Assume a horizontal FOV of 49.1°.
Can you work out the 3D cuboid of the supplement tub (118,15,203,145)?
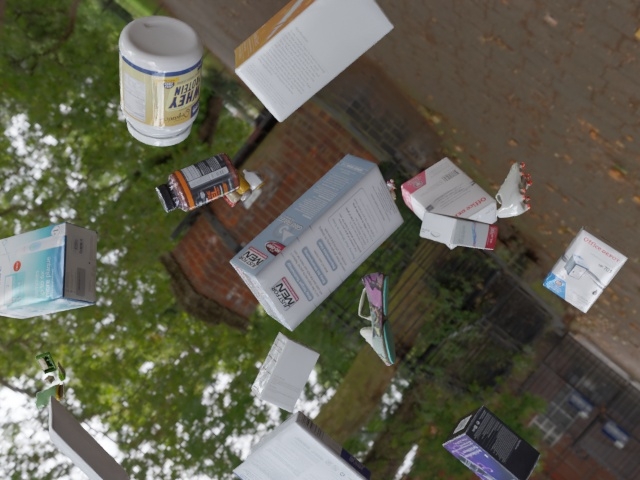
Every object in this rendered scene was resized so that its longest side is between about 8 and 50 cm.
[{"bbox_3d":[-0.457,-0.450,2.004,0.228,0.228,0.316,41,143,20],"label":"supplement tub"}]

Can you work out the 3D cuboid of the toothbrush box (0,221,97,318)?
[{"bbox_3d":[-0.781,0.089,1.971,0.126,0.295,0.217,25,-122,-58],"label":"toothbrush box"}]

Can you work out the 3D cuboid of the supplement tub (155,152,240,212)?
[{"bbox_3d":[-0.310,-0.140,1.764,0.106,0.197,0.106,56,162,28],"label":"supplement tub"}]

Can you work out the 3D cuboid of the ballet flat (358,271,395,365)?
[{"bbox_3d":[0.131,0.186,1.666,0.079,0.222,0.077,-5,-178,18],"label":"ballet flat"}]

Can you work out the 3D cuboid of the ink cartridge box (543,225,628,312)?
[{"bbox_3d":[0.725,0.078,1.918,0.139,0.191,0.082,35,-158,14],"label":"ink cartridge box"}]

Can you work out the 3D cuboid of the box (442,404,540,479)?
[{"bbox_3d":[0.469,0.576,1.928,0.207,0.108,0.153,40,149,7],"label":"box"}]

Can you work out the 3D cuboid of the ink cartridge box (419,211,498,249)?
[{"bbox_3d":[0.383,-0.027,1.936,0.175,0.073,0.127,7,-172,-37],"label":"ink cartridge box"}]

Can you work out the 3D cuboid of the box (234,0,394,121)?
[{"bbox_3d":[-0.025,-0.481,1.678,0.168,0.345,0.215,47,-167,-25],"label":"box"}]

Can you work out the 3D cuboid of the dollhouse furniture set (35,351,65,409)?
[{"bbox_3d":[-0.711,0.360,1.826,0.152,0.076,0.059,-122,16,-55],"label":"dollhouse furniture set"}]

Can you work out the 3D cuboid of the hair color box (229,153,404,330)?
[{"bbox_3d":[0.000,0.000,1.572,0.113,0.374,0.185,26,154,49],"label":"hair color box"}]

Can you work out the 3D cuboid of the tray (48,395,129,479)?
[{"bbox_3d":[-0.482,0.450,1.454,0.270,0.030,0.145,57,170,-25],"label":"tray"}]

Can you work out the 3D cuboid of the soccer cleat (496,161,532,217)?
[{"bbox_3d":[0.445,-0.121,1.626,0.068,0.076,0.196,57,-149,-23],"label":"soccer cleat"}]

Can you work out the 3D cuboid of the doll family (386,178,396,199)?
[{"bbox_3d":[0.152,-0.095,2.319,0.163,0.263,0.118,22,-178,-45],"label":"doll family"}]

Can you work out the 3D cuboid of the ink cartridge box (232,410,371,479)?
[{"bbox_3d":[-0.062,0.747,2.272,0.324,0.330,0.071,43,-152,-11],"label":"ink cartridge box"}]

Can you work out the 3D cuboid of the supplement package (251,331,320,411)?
[{"bbox_3d":[-0.098,0.362,1.938,0.105,0.179,0.105,28,175,-18],"label":"supplement package"}]

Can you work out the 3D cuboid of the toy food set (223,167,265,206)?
[{"bbox_3d":[-0.246,-0.175,2.050,0.104,0.111,0.232,49,-165,-1],"label":"toy food set"}]

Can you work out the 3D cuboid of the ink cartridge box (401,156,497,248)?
[{"bbox_3d":[0.448,-0.132,2.449,0.283,0.207,0.117,52,169,40],"label":"ink cartridge box"}]
